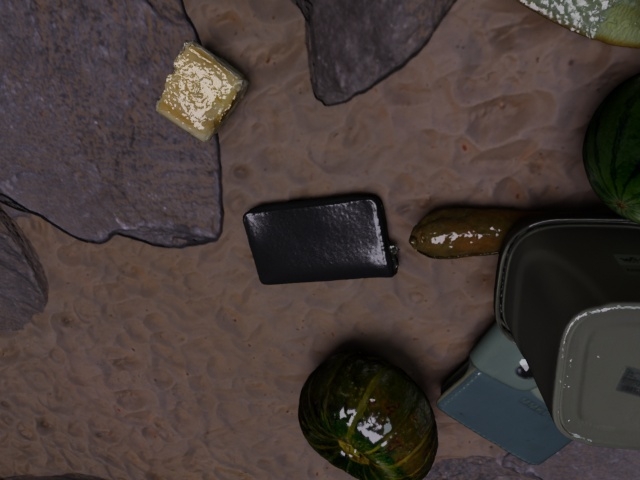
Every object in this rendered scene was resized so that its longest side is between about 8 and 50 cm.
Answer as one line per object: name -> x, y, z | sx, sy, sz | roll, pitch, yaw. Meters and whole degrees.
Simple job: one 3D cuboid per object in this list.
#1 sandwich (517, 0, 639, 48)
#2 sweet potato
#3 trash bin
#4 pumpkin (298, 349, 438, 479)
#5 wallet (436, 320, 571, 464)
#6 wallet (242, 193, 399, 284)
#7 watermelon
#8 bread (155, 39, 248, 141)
sandwich -> 0.283, -0.296, 0.615 | 0.258, 0.096, 0.094 | 29, 128, 3
sweet potato -> 0.265, -0.012, 0.792 | 0.274, 0.075, 0.075 | -2, 118, 12
trash bin -> 0.336, 0.098, 0.658 | 0.220, 0.250, 0.219 | 0, 111, 10
pumpkin -> 0.091, 0.299, 0.967 | 0.260, 0.189, 0.260 | 24, 143, 20
wallet -> 0.368, 0.212, 0.884 | 0.252, 0.083, 0.360 | 29, 121, -6
wallet -> 0.000, 0.000, 0.899 | 0.250, 0.044, 0.149 | -7, 112, 21
watermelon -> 0.409, -0.115, 0.627 | 0.215, 0.188, 0.188 | -44, 102, -8
bread -> -0.173, -0.216, 0.809 | 0.106, 0.082, 0.125 | 32, 113, -14
